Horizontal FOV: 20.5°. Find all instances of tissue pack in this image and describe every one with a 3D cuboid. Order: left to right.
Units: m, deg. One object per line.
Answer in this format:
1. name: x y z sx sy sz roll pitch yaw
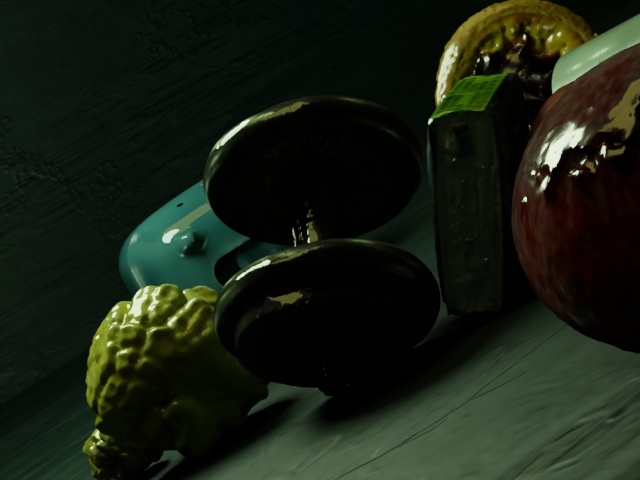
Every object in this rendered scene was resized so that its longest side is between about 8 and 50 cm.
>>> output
1. tissue pack: -0.100 0.008 2.255 0.287 0.198 0.206 -31 6 -21
2. tissue pack: 0.141 -0.045 1.524 0.073 0.173 0.235 -3 11 12

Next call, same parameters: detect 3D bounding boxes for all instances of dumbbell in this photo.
1. dumbbell: 0.000 0.000 1.496 0.192 0.192 0.290 -28 50 28

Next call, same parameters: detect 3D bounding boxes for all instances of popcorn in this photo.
1. popcorn: -0.183 0.200 1.667 0.083 0.068 0.060 15 -3 -42
2. popcorn: -0.125 0.120 1.610 0.173 0.173 0.142 -31 13 -9

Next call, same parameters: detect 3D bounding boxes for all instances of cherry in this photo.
1. cherry: 0.193 -0.019 0.986 0.192 0.175 0.250 -45 7 -20

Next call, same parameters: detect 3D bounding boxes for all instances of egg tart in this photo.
1. egg tart: 0.245 -0.174 2.109 0.215 0.215 0.171 -30 -6 5

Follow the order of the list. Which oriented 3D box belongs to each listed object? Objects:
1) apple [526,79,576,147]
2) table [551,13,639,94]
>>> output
1. apple: 0.247 -0.081 1.492 0.153 0.120 0.153 -17 10 3
2. table: 0.362 -0.183 1.854 0.220 0.126 0.126 -25 8 48
